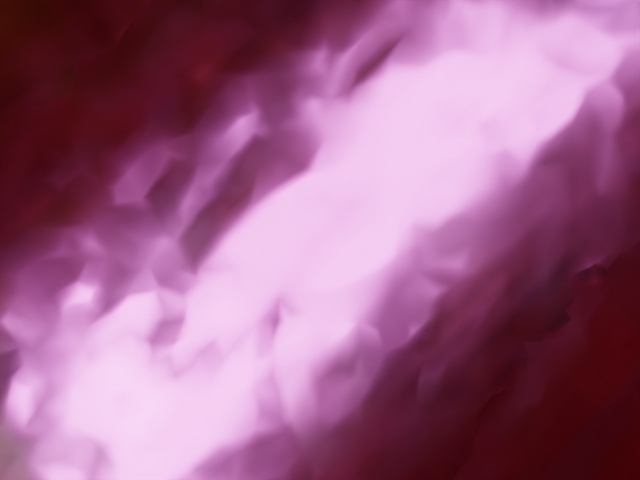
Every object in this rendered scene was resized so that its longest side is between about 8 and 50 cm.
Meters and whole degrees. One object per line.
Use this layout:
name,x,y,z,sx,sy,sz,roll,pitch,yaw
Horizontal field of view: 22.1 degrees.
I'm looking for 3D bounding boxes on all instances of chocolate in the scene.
chocolate,0.000,0.000,0.464,0.383,0.383,0.331,43,96,-9
